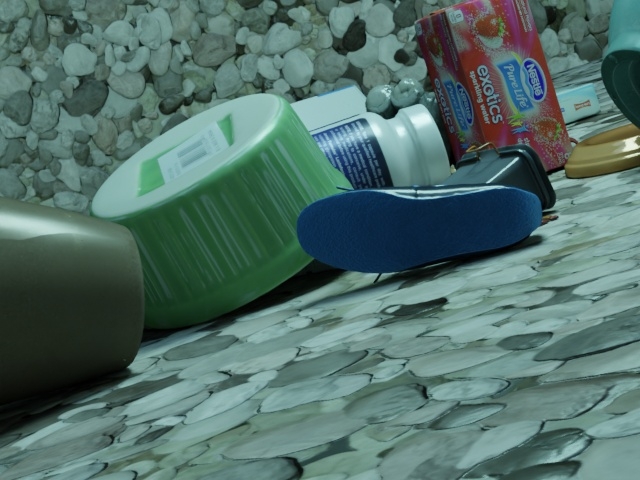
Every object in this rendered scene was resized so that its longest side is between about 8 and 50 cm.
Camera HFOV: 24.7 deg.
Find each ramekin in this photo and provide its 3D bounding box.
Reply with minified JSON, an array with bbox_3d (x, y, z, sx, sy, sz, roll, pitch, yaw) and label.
[{"bbox_3d":[-0.125,-0.044,1.726,0.303,0.148,0.303,-26,21,11],"label":"ramekin"}]

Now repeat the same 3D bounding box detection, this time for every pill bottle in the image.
[{"bbox_3d":[0.033,-0.085,1.976,0.264,0.153,0.153,-20,7,-6],"label":"pill bottle"}]

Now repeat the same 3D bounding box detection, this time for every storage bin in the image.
[{"bbox_3d":[0.186,-0.055,1.684,0.091,0.098,0.135,-34,15,-32],"label":"storage bin"}]

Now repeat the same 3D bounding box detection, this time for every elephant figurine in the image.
[{"bbox_3d":[0.162,-0.141,2.187,0.169,0.186,0.239,26,-1,27],"label":"elephant figurine"}]

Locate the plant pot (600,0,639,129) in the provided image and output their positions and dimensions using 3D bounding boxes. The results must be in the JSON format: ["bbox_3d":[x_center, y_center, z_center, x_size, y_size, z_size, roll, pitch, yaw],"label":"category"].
[{"bbox_3d":[0.459,-0.227,1.736,0.196,0.293,0.293,-48,17,-15],"label":"plant pot"}]

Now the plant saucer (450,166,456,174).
[{"bbox_3d":[0.222,-0.107,2.267,0.083,0.015,0.083,-18,7,2],"label":"plant saucer"}]

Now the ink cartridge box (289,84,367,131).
[{"bbox_3d":[-0.006,-0.127,2.267,0.148,0.086,0.203,-22,-33,-34],"label":"ink cartridge box"}]

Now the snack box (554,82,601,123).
[{"bbox_3d":[0.362,-0.231,2.701,0.187,0.060,0.322,-18,7,-13],"label":"snack box"}]

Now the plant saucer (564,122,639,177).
[{"bbox_3d":[0.411,-0.128,1.893,0.200,0.037,0.200,-17,7,2],"label":"plant saucer"}]

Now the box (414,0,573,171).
[{"bbox_3d":[0.240,-0.208,2.021,0.128,0.257,0.122,-19,6,-17],"label":"box"}]

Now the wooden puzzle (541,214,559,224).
[{"bbox_3d":[0.219,-0.015,1.606,0.083,0.006,0.049,-21,8,-27],"label":"wooden puzzle"}]

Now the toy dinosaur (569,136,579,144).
[{"bbox_3d":[0.330,-0.139,2.176,0.090,0.047,0.082,-2,32,26],"label":"toy dinosaur"}]

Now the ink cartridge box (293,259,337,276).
[{"bbox_3d":[0.000,0.000,1.791,0.180,0.060,0.104,-11,10,40],"label":"ink cartridge box"}]

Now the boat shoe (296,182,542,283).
[{"bbox_3d":[0.107,-0.008,1.548,0.258,0.109,0.089,1,4,13],"label":"boat shoe"}]

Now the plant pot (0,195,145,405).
[{"bbox_3d":[-0.305,0.056,1.469,0.229,0.263,0.263,-2,1,-22],"label":"plant pot"}]
